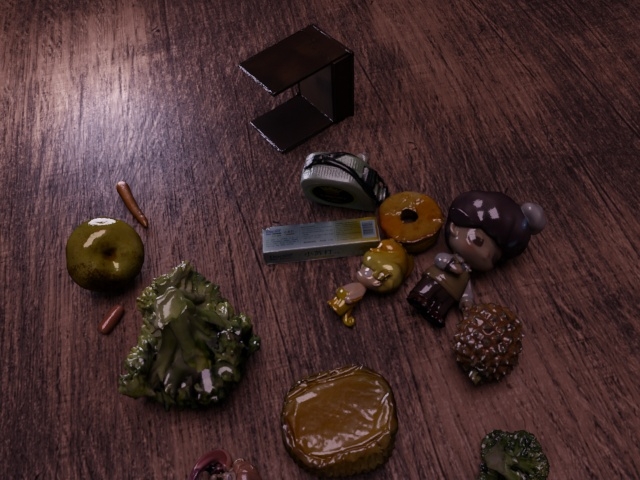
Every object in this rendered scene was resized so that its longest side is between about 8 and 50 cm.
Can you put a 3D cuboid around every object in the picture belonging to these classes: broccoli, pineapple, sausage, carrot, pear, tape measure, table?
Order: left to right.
[{"bbox_3d":[-0.559,0.036,1.515,0.197,0.197,0.197,-2,56,2],"label":"pear"},{"bbox_3d":[-0.531,0.200,1.486,0.034,0.034,0.083,22,60,17],"label":"sausage"},{"bbox_3d":[-0.542,-0.101,1.693,0.037,0.037,0.190,-29,63,-15],"label":"carrot"},{"bbox_3d":[-0.290,0.199,1.321,0.293,0.281,0.347,-4,65,3],"label":"broccoli"},{"bbox_3d":[-0.065,-0.454,1.771,0.282,0.250,0.196,-34,61,-19],"label":"table"},{"bbox_3d":[0.070,-0.168,1.593,0.235,0.207,0.115,9,71,11],"label":"tape measure"},{"bbox_3d":[0.376,0.244,1.328,0.166,0.166,0.193,21,60,17],"label":"pineapple"},{"bbox_3d":[0.391,0.465,1.196,0.146,0.138,0.162,-22,50,37],"label":"broccoli"}]

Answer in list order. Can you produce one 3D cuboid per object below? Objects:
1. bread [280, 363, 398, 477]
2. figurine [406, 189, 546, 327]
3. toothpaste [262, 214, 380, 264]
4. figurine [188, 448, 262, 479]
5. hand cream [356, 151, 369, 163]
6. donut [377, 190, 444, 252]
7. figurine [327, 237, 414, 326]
[{"bbox_3d":[0.040,0.392,1.261,0.253,0.142,0.227,-12,57,-1],"label":"bread"},{"bbox_3d":[0.366,0.030,1.434,0.218,0.206,0.365,39,65,-5],"label":"figurine"},{"bbox_3d":[0.000,0.000,1.568,0.313,0.071,0.089,-6,58,-1],"label":"toothpaste"},{"bbox_3d":[-0.189,0.495,1.216,0.157,0.114,0.126,-14,71,12],"label":"figurine"},{"bbox_3d":[0.096,-0.195,1.720,0.057,0.037,0.165,24,67,18],"label":"hand cream"},{"bbox_3d":[0.241,-0.045,1.574,0.174,0.074,0.190,-27,48,-8],"label":"donut"},{"bbox_3d":[0.128,0.100,1.471,0.246,0.131,0.156,-38,21,-4],"label":"figurine"}]
